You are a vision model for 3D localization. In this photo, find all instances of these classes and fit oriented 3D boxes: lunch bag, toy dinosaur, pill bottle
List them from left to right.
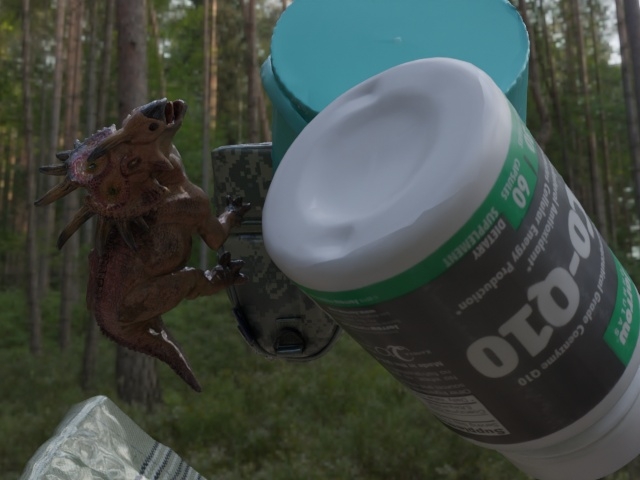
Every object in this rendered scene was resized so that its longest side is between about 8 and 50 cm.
[{"bbox_3d":[-0.164,0.007,0.819,0.127,0.295,0.200,12,18,22],"label":"toy dinosaur"},{"bbox_3d":[0.000,0.000,1.153,0.212,0.256,0.305,-3,6,18],"label":"lunch bag"},{"bbox_3d":[0.135,0.044,0.746,0.204,0.204,0.361,-12,-43,37],"label":"pill bottle"}]

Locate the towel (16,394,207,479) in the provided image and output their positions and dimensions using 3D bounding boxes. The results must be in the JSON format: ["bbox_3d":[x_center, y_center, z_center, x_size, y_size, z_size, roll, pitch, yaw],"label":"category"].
[{"bbox_3d":[-0.044,0.248,0.383,0.312,0.324,0.056,40,-67,-8],"label":"towel"}]

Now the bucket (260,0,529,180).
[{"bbox_3d":[0.075,-0.127,0.907,0.281,0.281,0.183,-1,-39,4],"label":"bucket"}]
